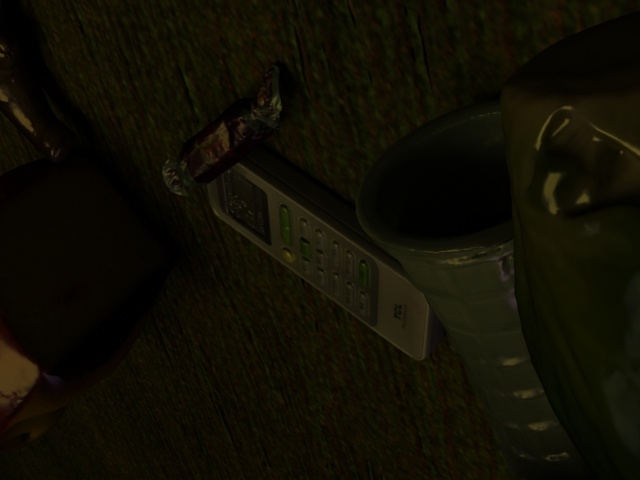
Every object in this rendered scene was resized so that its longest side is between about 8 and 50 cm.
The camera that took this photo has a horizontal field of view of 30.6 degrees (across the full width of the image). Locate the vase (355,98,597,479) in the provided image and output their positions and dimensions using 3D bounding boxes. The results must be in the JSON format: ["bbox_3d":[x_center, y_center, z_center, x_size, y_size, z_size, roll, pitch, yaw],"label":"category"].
[{"bbox_3d":[0.142,0.070,0.743,0.143,0.143,0.299,17,143,47],"label":"vase"}]

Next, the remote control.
[{"bbox_3d":[0.000,0.000,0.968,0.250,0.034,0.103,36,151,25],"label":"remote control"}]

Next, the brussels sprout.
[{"bbox_3d":[0.189,0.022,0.504,0.271,0.210,0.219,58,-163,-11],"label":"brussels sprout"}]

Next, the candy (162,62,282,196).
[{"bbox_3d":[-0.075,-0.082,0.932,0.175,0.043,0.045,-32,81,43],"label":"candy"}]

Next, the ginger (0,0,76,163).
[{"bbox_3d":[-0.350,-0.232,1.151,0.166,0.080,0.333,31,157,46],"label":"ginger"}]

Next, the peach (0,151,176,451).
[{"bbox_3d":[-0.322,0.068,1.265,0.242,0.306,0.380,44,159,-6],"label":"peach"}]
